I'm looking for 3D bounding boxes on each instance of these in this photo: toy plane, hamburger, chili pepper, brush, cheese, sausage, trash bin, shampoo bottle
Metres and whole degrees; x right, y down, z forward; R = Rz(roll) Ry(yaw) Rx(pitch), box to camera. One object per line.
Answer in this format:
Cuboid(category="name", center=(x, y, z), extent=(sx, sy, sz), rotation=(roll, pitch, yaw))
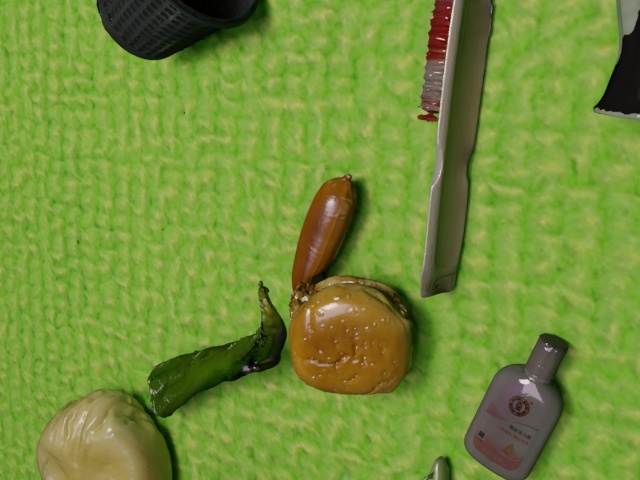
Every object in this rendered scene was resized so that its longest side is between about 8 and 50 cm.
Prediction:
Cuboid(category="toy plane", center=(0.136, 0.308, 0.867), extent=(0.102, 0.040, 0.111), rotation=(10, 106, 43))
Cuboid(category="hamburger", center=(0.035, 0.110, 0.857), extent=(0.147, 0.083, 0.138), rotation=(2, 106, 11))
Cuboid(category="chili pepper", center=(-0.135, 0.155, 0.972), extent=(0.359, 0.076, 0.085), rotation=(-36, 51, 46))
Cuboid(category="brush", center=(0.131, -0.099, 0.790), extent=(0.050, 0.060, 0.321), rotation=(16, 107, 44))
Cuboid(category="cheese", center=(-0.326, 0.345, 1.143), extent=(0.214, 0.117, 0.226), rotation=(-22, 91, 31))
Cuboid(category="sausage", center=(0.000, 0.000, 0.892), extent=(0.054, 0.062, 0.183), rotation=(25, 114, 9))
Cuboid(category="trash bin", center=(-0.187, -0.306, 0.911), extent=(0.161, 0.175, 0.175), rotation=(-25, 84, 45))
Cuboid(category="shampoo bottle", center=(0.216, 0.176, 0.790), extent=(0.080, 0.040, 0.165), rotation=(32, 115, 28))

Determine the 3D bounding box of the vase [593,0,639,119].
Cuboid(category="vase", center=(0.301, -0.281, 0.593), extent=(0.165, 0.165, 0.360), rotation=(10, 108, 32))
